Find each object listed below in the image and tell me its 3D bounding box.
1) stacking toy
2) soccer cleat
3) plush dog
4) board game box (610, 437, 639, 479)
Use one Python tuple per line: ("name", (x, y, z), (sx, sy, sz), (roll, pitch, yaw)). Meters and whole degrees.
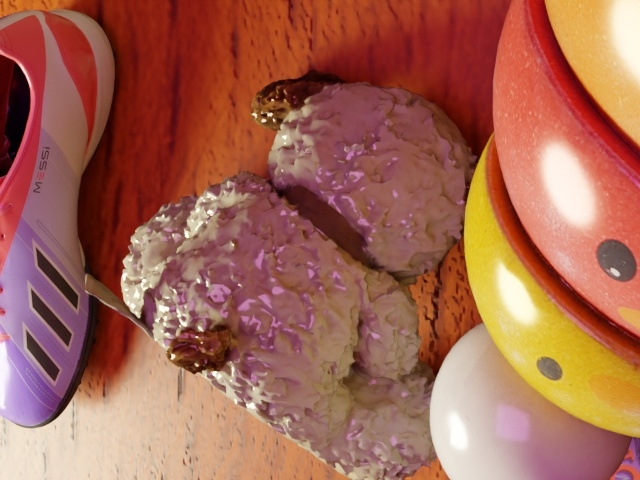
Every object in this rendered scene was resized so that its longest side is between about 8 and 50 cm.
("stacking toy", (0.193, -0.012, 0.799), (0.350, 0.350, 0.480), (41, 133, 18))
("soccer cleat", (-0.225, -0.010, 1.148), (0.109, 0.116, 0.318), (16, 105, 27))
("plush dog", (0.000, 0.000, 0.999), (0.262, 0.210, 0.225), (36, 87, 19))
("board game box", (0.237, -0.019, 0.925), (0.208, 0.056, 0.346), (-8, 93, 26))
